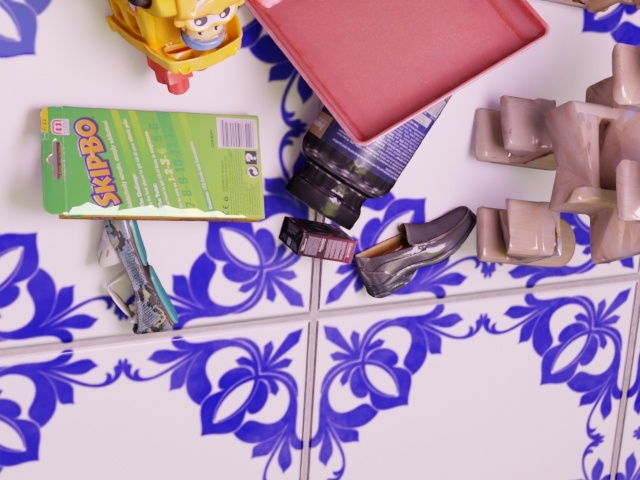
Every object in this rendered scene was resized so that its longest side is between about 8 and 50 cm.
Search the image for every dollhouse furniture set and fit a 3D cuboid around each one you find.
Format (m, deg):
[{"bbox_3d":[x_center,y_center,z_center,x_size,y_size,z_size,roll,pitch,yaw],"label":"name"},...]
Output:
[{"bbox_3d":[0.387,-0.172,1.775,0.257,0.362,0.394,6,77,-25],"label":"dollhouse furniture set"}]

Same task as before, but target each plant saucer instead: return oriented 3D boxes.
[{"bbox_3d":[0.081,-0.247,1.681,0.259,0.258,0.047,-31,155,-12],"label":"plant saucer"}]

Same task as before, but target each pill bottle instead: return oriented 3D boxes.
[{"bbox_3d":[0.056,-0.127,1.758,0.123,0.123,0.219,31,95,-31],"label":"pill bottle"}]

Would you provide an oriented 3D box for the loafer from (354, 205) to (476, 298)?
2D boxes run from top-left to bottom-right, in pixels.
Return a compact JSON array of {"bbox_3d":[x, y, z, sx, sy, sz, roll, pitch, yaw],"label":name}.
[{"bbox_3d":[0.121,0.003,1.878,0.170,0.062,0.061,-36,116,-10],"label":"loafer"}]

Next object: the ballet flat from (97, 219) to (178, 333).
[{"bbox_3d":[-0.224,0.032,1.727,0.070,0.070,0.188,-26,115,-14],"label":"ballet flat"}]

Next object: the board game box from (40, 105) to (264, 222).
[{"bbox_3d":[-0.190,-0.084,1.681,0.259,0.039,0.124,1,79,-28],"label":"board game box"}]

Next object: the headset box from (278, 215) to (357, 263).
[{"bbox_3d":[0.000,0.000,1.817,0.083,0.062,0.032,9,107,-27],"label":"headset box"}]

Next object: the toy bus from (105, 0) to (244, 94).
[{"bbox_3d":[-0.149,-0.247,1.565,0.149,0.220,0.211,-22,124,-21],"label":"toy bus"}]
